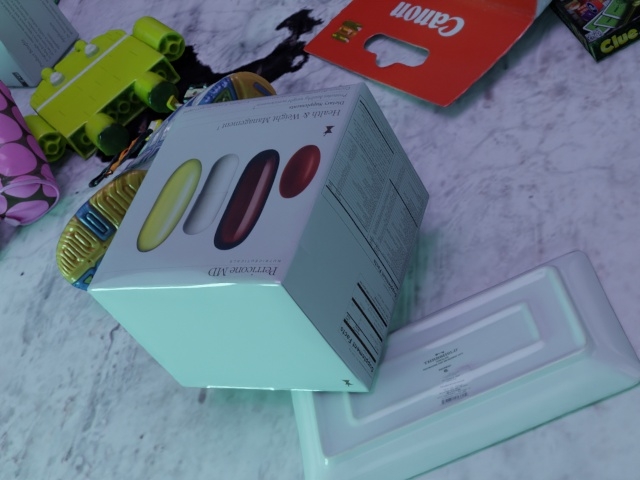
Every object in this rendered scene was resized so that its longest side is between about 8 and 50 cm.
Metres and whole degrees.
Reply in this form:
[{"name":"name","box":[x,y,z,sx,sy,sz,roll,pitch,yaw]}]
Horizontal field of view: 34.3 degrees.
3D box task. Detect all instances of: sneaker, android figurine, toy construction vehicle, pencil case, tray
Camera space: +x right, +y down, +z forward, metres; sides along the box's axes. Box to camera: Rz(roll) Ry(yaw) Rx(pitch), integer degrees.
[{"name":"sneaker","box":[-0.163,-0.060,1.124,0.296,0.112,0.131,-43,18,-9]},{"name":"android figurine","box":[-0.296,-0.205,1.389,0.248,0.056,0.273,-41,41,-8]},{"name":"toy construction vehicle","box":[-0.160,-0.143,1.248,0.098,0.035,0.086,-1,60,39]},{"name":"pencil case","box":[-0.402,-0.111,1.297,0.098,0.095,0.209,-42,57,14]},{"name":"tray","box":[0.098,0.101,0.805,0.270,0.030,0.145,-25,40,12]}]

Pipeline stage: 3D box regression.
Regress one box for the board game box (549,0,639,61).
[{"name":"board game box","box":[0.290,-0.286,1.071,0.136,0.030,0.259,-27,39,6]}]

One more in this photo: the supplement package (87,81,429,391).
[{"name":"supplement package","box":[-0.044,0.000,0.861,0.194,0.149,0.203,-4,50,32]}]

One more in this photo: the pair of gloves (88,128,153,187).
[{"name":"pair of gloves","box":[-0.209,-0.087,1.083,0.074,0.010,0.083,-51,14,-28]}]

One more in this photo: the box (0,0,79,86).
[{"name":"box","box":[-0.500,-0.336,1.569,0.182,0.181,0.119,7,54,40]}]

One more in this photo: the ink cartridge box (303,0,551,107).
[{"name":"ink cartridge box","box":[0.160,-0.342,1.137,0.385,0.091,0.308,-47,36,-6]}]

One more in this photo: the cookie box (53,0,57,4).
[{"name":"cookie box","box":[-0.483,-0.425,1.762,0.092,0.040,0.107,-16,42,23]}]
